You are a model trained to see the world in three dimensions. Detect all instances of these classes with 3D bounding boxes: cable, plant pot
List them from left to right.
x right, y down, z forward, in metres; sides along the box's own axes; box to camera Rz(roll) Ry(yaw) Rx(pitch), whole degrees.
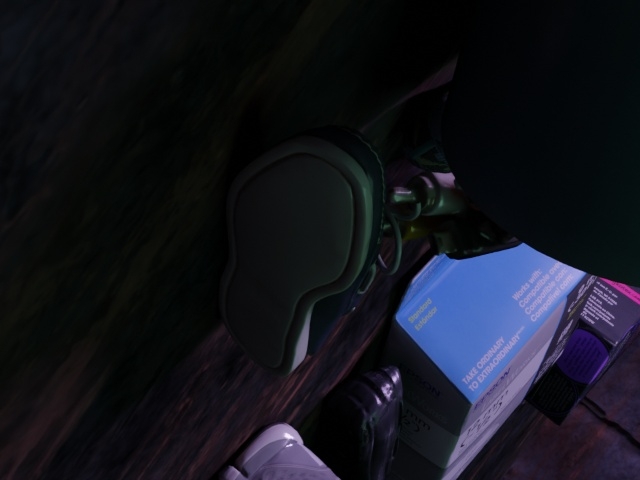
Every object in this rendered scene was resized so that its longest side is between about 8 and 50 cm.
[{"bbox_3d":[0.163,-0.036,1.221,0.139,0.072,0.287,-21,175,39],"label":"cable"},{"bbox_3d":[0.232,-0.148,0.967,0.293,0.293,0.235,-39,147,-39],"label":"plant pot"}]

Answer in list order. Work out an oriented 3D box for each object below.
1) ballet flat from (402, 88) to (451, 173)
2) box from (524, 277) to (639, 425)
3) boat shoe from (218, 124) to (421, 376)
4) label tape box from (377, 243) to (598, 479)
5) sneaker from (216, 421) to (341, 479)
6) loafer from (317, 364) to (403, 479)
[{"bbox_3d":[0.113,-0.089,1.157,0.188,0.070,0.070,-20,144,-59],"label":"ballet flat"},{"bbox_3d":[0.329,0.070,1.921,0.270,0.143,0.165,-37,160,-44],"label":"box"},{"bbox_3d":[0.000,0.000,0.943,0.079,0.095,0.254,-42,163,-27],"label":"boat shoe"},{"bbox_3d":[0.171,0.082,1.567,0.249,0.115,0.347,-44,163,-28],"label":"label tape box"},{"bbox_3d":[-0.058,0.261,1.265,0.228,0.132,0.086,-46,163,-23],"label":"sneaker"},{"bbox_3d":[0.046,0.194,1.514,0.078,0.076,0.223,-37,155,-24],"label":"loafer"}]
